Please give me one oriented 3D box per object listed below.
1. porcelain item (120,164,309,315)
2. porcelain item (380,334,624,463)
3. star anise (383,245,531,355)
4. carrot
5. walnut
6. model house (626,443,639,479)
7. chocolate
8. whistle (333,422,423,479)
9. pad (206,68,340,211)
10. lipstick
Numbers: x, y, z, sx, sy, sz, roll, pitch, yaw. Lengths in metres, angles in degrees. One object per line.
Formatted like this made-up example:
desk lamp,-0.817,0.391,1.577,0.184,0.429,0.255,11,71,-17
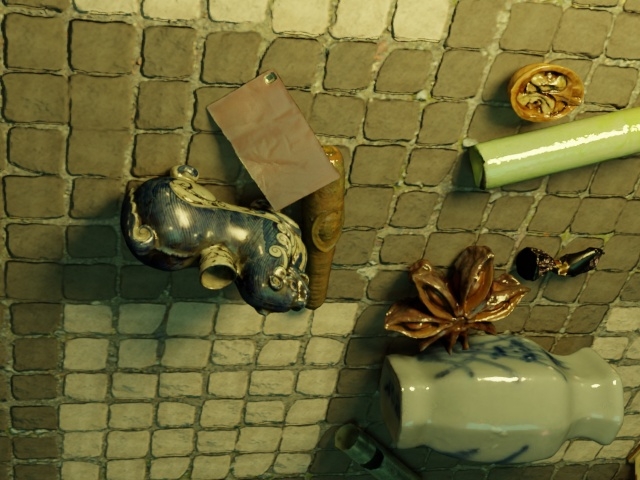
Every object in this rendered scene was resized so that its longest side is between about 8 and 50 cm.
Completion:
porcelain item,-0.150,0.012,1.355,0.288,0.186,0.138,19,126,-26
porcelain item,0.320,0.280,1.687,0.405,0.242,0.179,1,109,-10
star anise,0.222,0.095,1.591,0.220,0.099,0.214,24,108,-26
carrot,-0.001,0.000,1.463,0.070,0.070,0.342,-5,133,-10
walnut,0.320,-0.222,1.355,0.121,0.052,0.091,7,127,-23
model house,0.808,0.518,2.051,0.169,0.244,0.326,10,161,-21
chocolate,0.414,0.042,1.612,0.147,0.070,0.072,4,158,-17
whistle,0.133,0.465,1.917,0.062,0.062,0.312,-32,131,14
pad,-0.065,-0.139,1.323,0.113,0.006,0.188,-28,113,13
lipstick,0.378,-0.144,1.426,0.304,0.076,0.076,-14,133,-2
